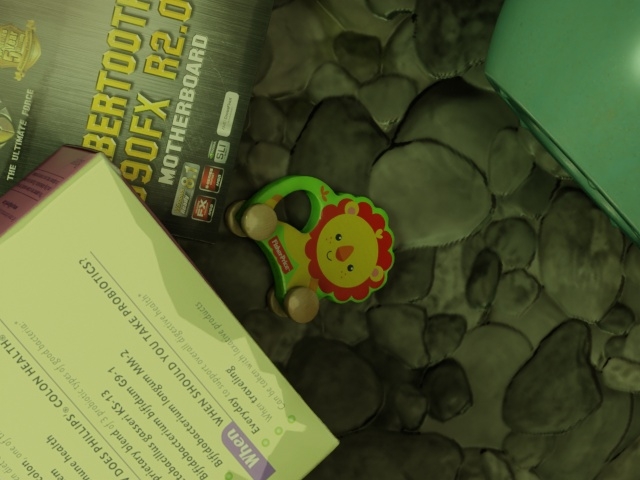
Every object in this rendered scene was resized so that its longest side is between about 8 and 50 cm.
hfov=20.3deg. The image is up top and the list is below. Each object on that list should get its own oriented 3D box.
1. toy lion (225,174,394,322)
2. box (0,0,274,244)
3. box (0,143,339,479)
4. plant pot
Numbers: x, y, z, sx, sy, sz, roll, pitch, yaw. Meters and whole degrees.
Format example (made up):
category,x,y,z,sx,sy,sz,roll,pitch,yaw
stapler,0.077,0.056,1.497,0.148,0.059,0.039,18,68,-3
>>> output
category,x,y,z,sx,sy,sz,roll,pitch,yaw
toy lion,0.000,0.000,1.154,0.096,0.034,0.100,-35,110,-21
box,-0.126,-0.128,1.062,0.183,0.056,0.231,13,94,-24
box,-0.156,0.105,0.989,0.243,0.117,0.213,-42,106,-11
plant pot,0.246,-0.116,1.105,0.235,0.293,0.293,-43,113,6
